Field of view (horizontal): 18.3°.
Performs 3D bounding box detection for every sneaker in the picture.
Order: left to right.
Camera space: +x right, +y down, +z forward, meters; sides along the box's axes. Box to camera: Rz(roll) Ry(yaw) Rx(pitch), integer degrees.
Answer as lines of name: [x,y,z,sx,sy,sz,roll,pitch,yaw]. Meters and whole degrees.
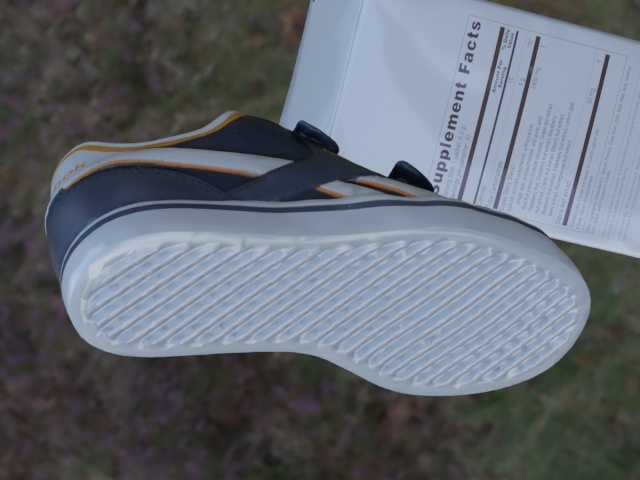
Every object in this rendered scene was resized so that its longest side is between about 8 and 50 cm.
sneaker: [0.000,0.000,1.118,0.321,0.127,0.126,9,122,-29]

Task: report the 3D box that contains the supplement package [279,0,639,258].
supplement package: [0.132,-0.106,1.649,0.293,0.175,0.177,13,-176,-15]
